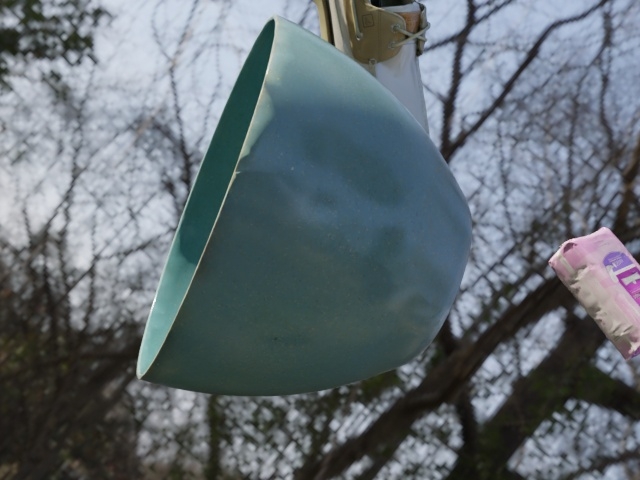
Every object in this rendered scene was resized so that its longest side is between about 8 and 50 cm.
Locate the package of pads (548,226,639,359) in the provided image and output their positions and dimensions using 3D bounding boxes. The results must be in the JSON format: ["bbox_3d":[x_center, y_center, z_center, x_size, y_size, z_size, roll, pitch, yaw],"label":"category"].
[{"bbox_3d":[0.190,0.032,0.744,0.083,0.050,0.032,54,-46,19],"label":"package of pads"}]

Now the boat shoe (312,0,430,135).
[{"bbox_3d":[0.066,-0.241,1.324,0.103,0.113,0.302,-18,-85,39],"label":"boat shoe"}]

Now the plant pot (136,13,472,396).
[{"bbox_3d":[0.000,0.000,0.888,0.195,0.290,0.290,21,-11,-11],"label":"plant pot"}]
